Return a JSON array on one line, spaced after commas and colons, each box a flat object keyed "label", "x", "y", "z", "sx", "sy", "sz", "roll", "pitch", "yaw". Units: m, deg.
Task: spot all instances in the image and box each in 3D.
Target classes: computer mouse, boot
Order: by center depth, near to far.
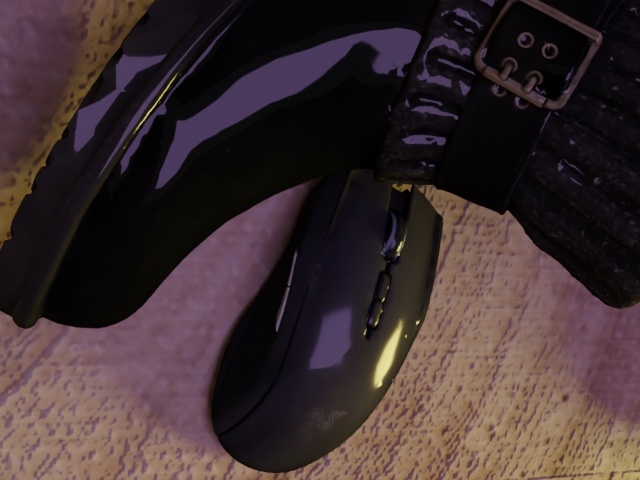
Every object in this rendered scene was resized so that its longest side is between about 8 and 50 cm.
[{"label": "boot", "x": 0.040, "y": -0.038, "z": 0.533, "sx": 0.260, "sy": 0.131, "sz": 0.348, "roll": 40, "pitch": 87, "yaw": -6}, {"label": "computer mouse", "x": 0.000, "y": 0.000, "z": 0.624, "sx": 0.184, "sy": 0.060, "sz": 0.262, "roll": 33, "pitch": 84, "yaw": -30}]
